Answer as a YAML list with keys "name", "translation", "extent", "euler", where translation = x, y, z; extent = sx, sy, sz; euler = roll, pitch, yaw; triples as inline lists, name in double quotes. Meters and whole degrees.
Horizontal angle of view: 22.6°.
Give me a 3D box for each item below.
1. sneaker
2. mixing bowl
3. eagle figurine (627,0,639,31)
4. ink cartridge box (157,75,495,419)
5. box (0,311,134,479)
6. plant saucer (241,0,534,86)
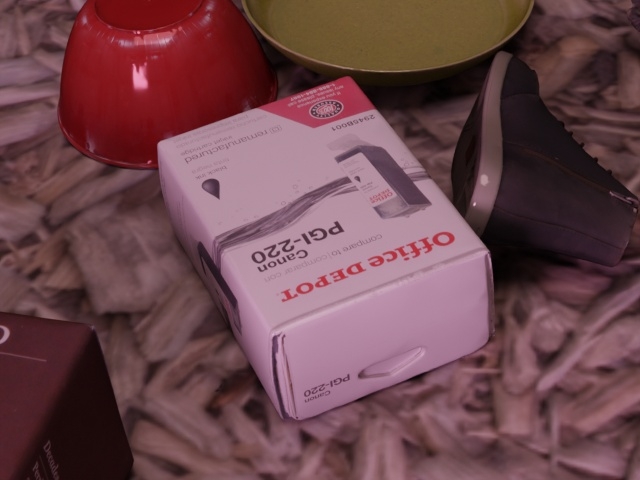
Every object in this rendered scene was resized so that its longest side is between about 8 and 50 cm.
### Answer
- name: "sneaker"
  translation: [0.161, -0.053, 1.155]
  extent: [0.118, 0.083, 0.222]
  euler: [18, 35, -4]
- name: "mixing bowl"
  translation: [-0.127, -0.152, 1.267]
  extent: [0.181, 0.098, 0.181]
  euler: [-3, 43, 3]
- name: "eagle figurine"
  translation: [0.388, -0.188, 1.163]
  extent: [0.298, 0.226, 0.225]
  euler: [11, 7, -4]
- name: "ink cartridge box"
  translation: [0.000, 0.000, 1.095]
  extent: [0.159, 0.092, 0.218]
  euler: [-21, 47, -14]
- name: "box"
  translation: [-0.263, 0.209, 0.875]
  extent: [0.191, 0.143, 0.381]
  euler: [7, 43, 15]
- name: "plant saucer"
  translation: [0.055, -0.194, 1.322]
  extent: [0.241, 0.037, 0.241]
  euler: [-1, 40, 1]
